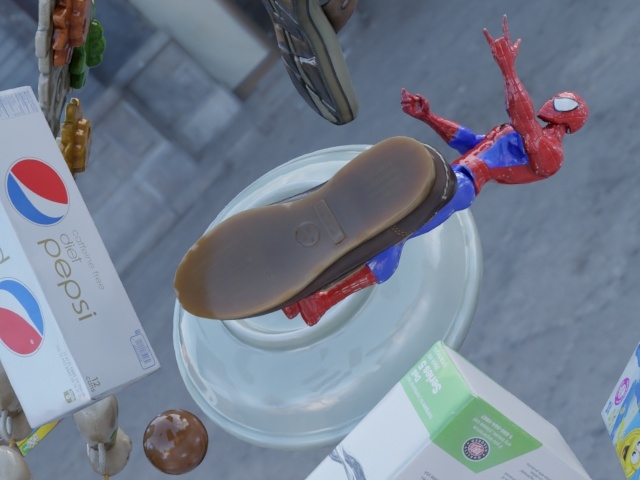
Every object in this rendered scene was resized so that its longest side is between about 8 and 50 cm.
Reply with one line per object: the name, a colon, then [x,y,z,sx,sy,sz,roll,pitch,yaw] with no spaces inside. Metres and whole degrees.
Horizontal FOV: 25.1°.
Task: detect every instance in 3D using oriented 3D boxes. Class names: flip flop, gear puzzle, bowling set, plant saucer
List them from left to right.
gear puzzle: [-0.209,-0.175,1.253,0.175,0.044,0.339,-84,3,-49]
bowling set: [-0.191,0.214,1.199,0.154,0.200,0.287,93,174,-57]
plant saucer: [-0.013,0.042,1.673,0.401,0.100,0.400,-13,56,20]
flip flop: [-0.003,-0.227,1.326,0.080,0.277,0.112,-32,42,-13]

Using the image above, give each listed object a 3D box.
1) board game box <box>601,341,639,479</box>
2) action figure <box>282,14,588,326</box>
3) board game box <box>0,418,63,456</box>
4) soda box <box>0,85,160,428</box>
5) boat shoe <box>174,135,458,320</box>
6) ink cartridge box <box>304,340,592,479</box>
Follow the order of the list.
board game box: [0.456,0.148,1.687,0.302,0.086,0.308,-79,14,-76]
action figure: [0.074,-0.064,1.072,0.280,0.139,0.091,-29,13,-15]
board game box: [-0.367,0.171,1.695,0.048,0.141,0.170,-25,9,17]
soda box: [-0.194,0.010,0.965,0.074,0.216,0.069,-28,-4,40]
boat shoe: [0.000,0.000,0.987,0.207,0.073,0.073,-26,-17,16]
ink cartridge box: [0.109,0.271,1.476,0.273,0.198,0.115,-46,29,10]
